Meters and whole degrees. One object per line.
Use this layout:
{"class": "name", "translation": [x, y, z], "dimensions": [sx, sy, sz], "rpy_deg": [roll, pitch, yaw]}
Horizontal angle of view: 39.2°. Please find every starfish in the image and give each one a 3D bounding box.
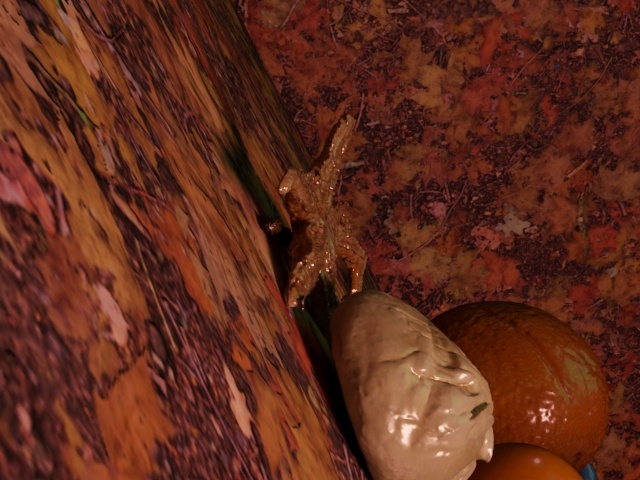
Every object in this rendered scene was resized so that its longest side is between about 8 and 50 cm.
{"class": "starfish", "translation": [-0.004, 0.000, 0.998], "dimensions": [0.302, 0.060, 0.299], "rpy_deg": [-4, 96, -74]}

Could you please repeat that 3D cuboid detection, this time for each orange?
{"class": "orange", "translation": [0.289, 0.255, 1.482], "dimensions": [0.357, 0.322, 0.322], "rpy_deg": [33, -22, 51]}

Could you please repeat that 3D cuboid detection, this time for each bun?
{"class": "bun", "translation": [0.094, 0.153, 0.910], "dimensions": [0.229, 0.145, 0.229], "rpy_deg": [-16, 90, -88]}

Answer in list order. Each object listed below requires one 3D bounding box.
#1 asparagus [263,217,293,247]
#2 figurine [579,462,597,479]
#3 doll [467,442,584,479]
{"class": "asparagus", "translation": [-0.034, 0.003, 1.068], "dimensions": [0.248, 0.025, 0.024], "rpy_deg": [48, 59, -75]}
{"class": "figurine", "translation": [0.382, 0.582, 1.578], "dimensions": [0.298, 0.243, 0.416], "rpy_deg": [73, 15, -58]}
{"class": "doll", "translation": [0.223, 0.348, 1.035], "dimensions": [0.213, 0.213, 0.236], "rpy_deg": [64, 18, 5]}
